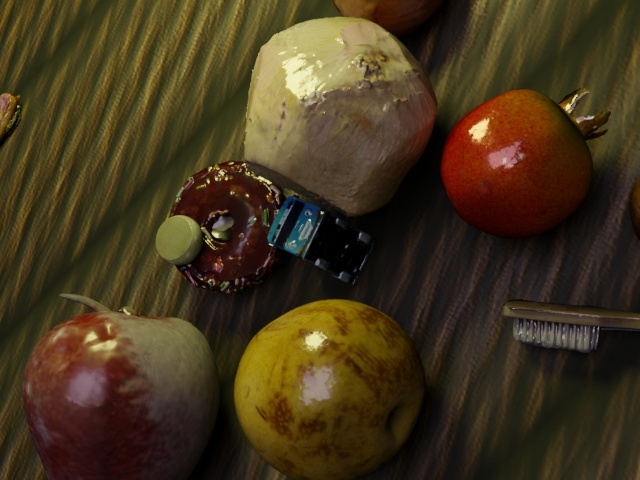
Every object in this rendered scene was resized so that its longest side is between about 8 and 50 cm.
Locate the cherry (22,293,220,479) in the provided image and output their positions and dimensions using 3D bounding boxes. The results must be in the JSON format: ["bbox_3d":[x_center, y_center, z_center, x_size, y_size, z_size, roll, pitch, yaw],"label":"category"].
[{"bbox_3d":[-0.306,0.258,1.555,0.292,0.326,0.334,-4,108,25],"label":"cherry"}]

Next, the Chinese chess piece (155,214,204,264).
[{"bbox_3d":[-0.235,0.000,1.639,0.084,0.034,0.084,-9,71,27],"label":"Chinese chess piece"}]

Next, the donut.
[{"bbox_3d":[-0.149,-0.017,1.670,0.235,0.089,0.235,-7,73,23],"label":"donut"}]

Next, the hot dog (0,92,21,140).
[{"bbox_3d":[-0.645,-0.239,1.993,0.056,0.041,0.133,40,102,28],"label":"hot dog"}]

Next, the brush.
[{"bbox_3d":[0.418,0.129,1.387,0.328,0.070,0.065,3,96,24],"label":"brush"}]

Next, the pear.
[{"bbox_3d":[0.009,0.219,1.438,0.281,0.281,0.280,-7,74,23],"label":"pear"}]

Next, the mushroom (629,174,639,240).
[{"bbox_3d":[0.537,-0.039,1.329,0.231,0.138,0.194,-9,73,23],"label":"mushroom"}]

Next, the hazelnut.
[{"bbox_3d":[0.109,-0.439,1.624,0.215,0.176,0.214,1,86,-12],"label":"hazelnut"}]

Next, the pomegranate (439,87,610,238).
[{"bbox_3d":[0.298,-0.120,1.420,0.257,0.221,0.220,-37,64,10],"label":"pomegranate"}]

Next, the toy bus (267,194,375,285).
[{"bbox_3d":[0.000,0.000,1.543,0.106,0.185,0.090,26,88,31],"label":"toy bus"}]

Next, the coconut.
[{"bbox_3d":[0.032,-0.201,1.494,0.297,0.297,0.254,43,133,28],"label":"coconut"}]
